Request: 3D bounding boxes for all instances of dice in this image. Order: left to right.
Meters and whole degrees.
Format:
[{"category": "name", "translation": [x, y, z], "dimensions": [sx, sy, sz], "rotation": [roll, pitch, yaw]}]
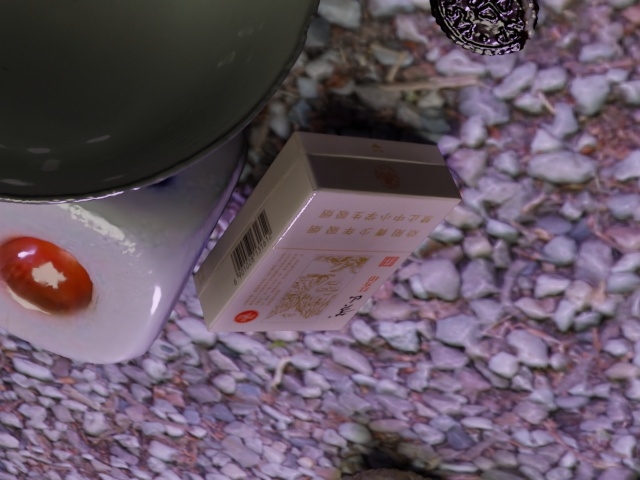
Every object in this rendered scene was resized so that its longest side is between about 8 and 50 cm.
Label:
[{"category": "dice", "translation": [-0.179, -0.032, 0.864], "dimensions": [0.194, 0.192, 0.193], "rotation": [25, 134, -4]}]

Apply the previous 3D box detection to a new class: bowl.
[{"category": "bowl", "translation": [-0.171, -0.168, 0.707], "dimensions": [0.337, 0.337, 0.157], "rotation": [25, 165, -2]}]

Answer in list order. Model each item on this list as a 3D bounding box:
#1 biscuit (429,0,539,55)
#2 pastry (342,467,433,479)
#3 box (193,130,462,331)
[{"category": "biscuit", "translation": [0.113, -0.169, 0.741], "dimensions": [0.087, 0.027, 0.089], "rotation": [26, 134, -2]}, {"category": "pastry", "translation": [0.053, 0.336, 1.182], "dimensions": [0.121, 0.089, 0.258], "rotation": [20, 136, 1]}, {"category": "box", "translation": [0.000, 0.000, 0.872], "dimensions": [0.141, 0.058, 0.201], "rotation": [1, 144, -31]}]
